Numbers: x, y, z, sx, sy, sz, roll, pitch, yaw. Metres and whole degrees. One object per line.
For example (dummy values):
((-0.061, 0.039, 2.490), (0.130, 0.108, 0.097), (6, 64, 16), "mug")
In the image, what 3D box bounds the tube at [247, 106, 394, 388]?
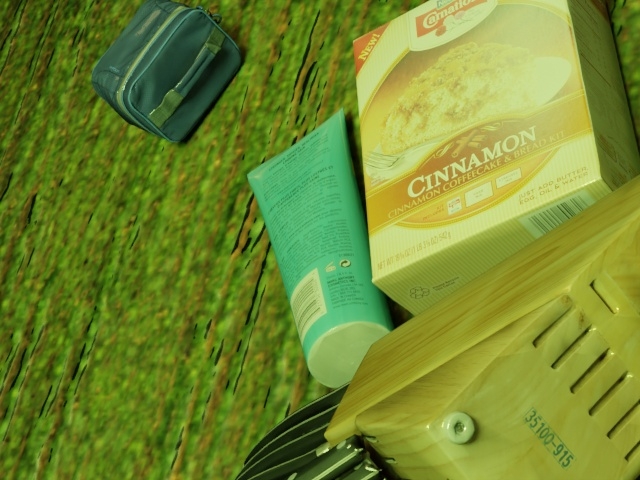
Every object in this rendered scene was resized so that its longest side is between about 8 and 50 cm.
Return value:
((0.000, 0.000, 0.986), (0.080, 0.052, 0.207), (-31, 40, 13), "tube")

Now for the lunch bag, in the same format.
((-0.103, -0.122, 1.143), (0.065, 0.067, 0.098), (28, 79, 47), "lunch bag")

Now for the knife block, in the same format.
((0.075, 0.077, 0.812), (0.276, 0.088, 0.242), (-43, 11, -18), "knife block")

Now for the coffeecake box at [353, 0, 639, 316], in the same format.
((0.099, -0.061, 0.927), (0.142, 0.068, 0.185), (-26, 47, 26), "coffeecake box")
